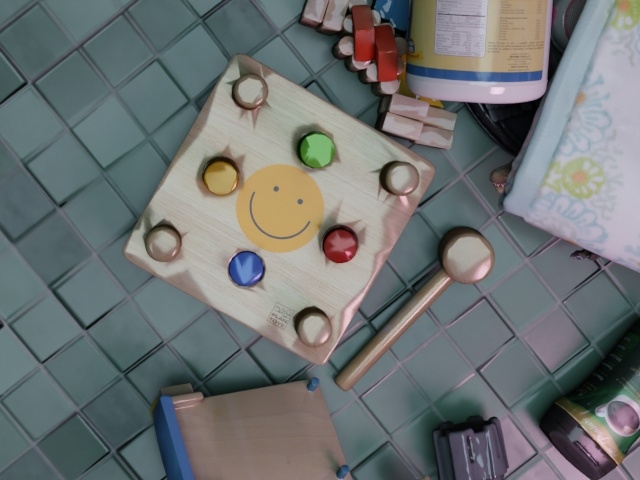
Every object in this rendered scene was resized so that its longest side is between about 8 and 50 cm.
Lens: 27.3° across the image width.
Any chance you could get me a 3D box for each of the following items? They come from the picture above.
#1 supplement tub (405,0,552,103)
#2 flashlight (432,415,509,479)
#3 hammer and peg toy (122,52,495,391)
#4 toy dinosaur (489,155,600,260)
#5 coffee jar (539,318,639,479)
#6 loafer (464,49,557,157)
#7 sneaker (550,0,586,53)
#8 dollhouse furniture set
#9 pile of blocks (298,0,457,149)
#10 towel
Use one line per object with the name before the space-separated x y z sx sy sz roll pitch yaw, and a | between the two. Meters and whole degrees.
supplement tub | 0.160 -0.243 1.315 0.144 0.144 0.199 1 103 -5
flashlight | 0.191 0.351 1.475 0.103 0.103 0.304 -10 90 -27
hammer and peg toy | 0.000 0.000 1.412 0.361 0.127 0.266 31 91 -6
toy dinosaur | 0.320 -0.042 1.459 0.268 0.064 0.118 -4 97 -19
coffee jar | 0.338 0.178 1.480 0.184 0.079 0.096 -44 100 -2
loafer | 0.188 -0.228 1.428 0.109 0.095 0.302 -23 96 -4
sneaker | 0.376 -0.231 1.437 0.252 0.111 0.103 5 94 -5
dollhouse furniture set | -0.032 0.297 1.465 0.286 0.198 0.303 -9 63 -25
pile of blocks | 0.048 -0.253 1.406 0.149 0.112 0.362 -39 97 -1
towel | 0.396 -0.140 1.345 0.320 0.090 0.374 24 95 2
